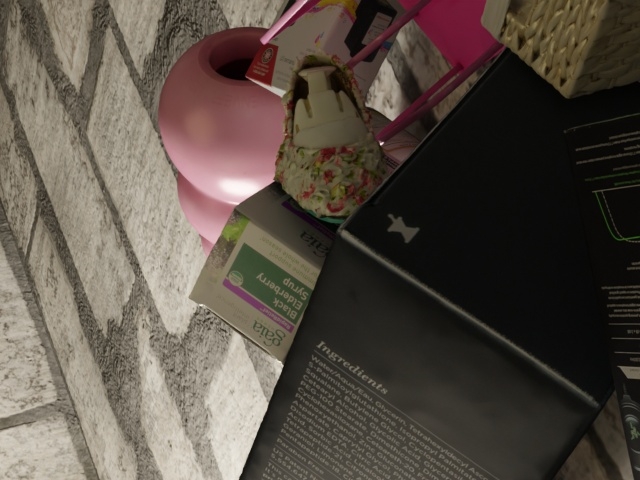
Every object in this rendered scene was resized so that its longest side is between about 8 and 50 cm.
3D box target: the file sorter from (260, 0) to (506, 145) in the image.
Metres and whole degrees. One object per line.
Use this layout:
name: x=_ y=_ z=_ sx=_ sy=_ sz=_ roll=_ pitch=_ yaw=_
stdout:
file sorter: x=0.032 y=-0.245 z=1.302 sx=0.290 sy=0.182 sz=0.202 roll=50 pitch=155 yaw=-4

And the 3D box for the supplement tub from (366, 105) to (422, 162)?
supplement tub: x=0.059 y=-0.043 z=1.512 sx=0.200 sy=0.144 sz=0.144 roll=42 pitch=138 yaw=52

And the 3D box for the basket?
basket: x=0.220 y=-0.182 z=1.081 sx=0.103 sy=0.167 sz=0.113 roll=55 pitch=147 yaw=32

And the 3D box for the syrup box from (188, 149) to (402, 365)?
syrup box: x=0.000 y=0.000 z=1.213 sx=0.093 sy=0.237 sz=0.096 roll=34 pitch=118 yaw=11

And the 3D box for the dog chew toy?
dog chew toy: x=-0.081 y=-0.082 z=1.749 sx=0.332 sy=0.207 sz=0.206 roll=91 pitch=154 yaw=-44

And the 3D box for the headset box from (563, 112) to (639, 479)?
headset box: x=0.306 y=0.043 z=0.901 sx=0.131 sy=0.246 sz=0.283 roll=-8 pitch=95 yaw=65

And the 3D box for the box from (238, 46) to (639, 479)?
box: x=0.125 y=0.081 z=1.183 sx=0.212 sy=0.293 sz=0.395 roll=34 pitch=142 yaw=12

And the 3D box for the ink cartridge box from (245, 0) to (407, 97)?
ink cartridge box: x=0.015 y=-0.218 z=1.508 sx=0.175 sy=0.072 sz=0.127 roll=-63 pitch=31 yaw=1

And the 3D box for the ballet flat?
ballet flat: x=0.001 y=-0.089 z=1.165 sx=0.241 sy=0.091 sz=0.077 roll=-107 pitch=8 yaw=-66
